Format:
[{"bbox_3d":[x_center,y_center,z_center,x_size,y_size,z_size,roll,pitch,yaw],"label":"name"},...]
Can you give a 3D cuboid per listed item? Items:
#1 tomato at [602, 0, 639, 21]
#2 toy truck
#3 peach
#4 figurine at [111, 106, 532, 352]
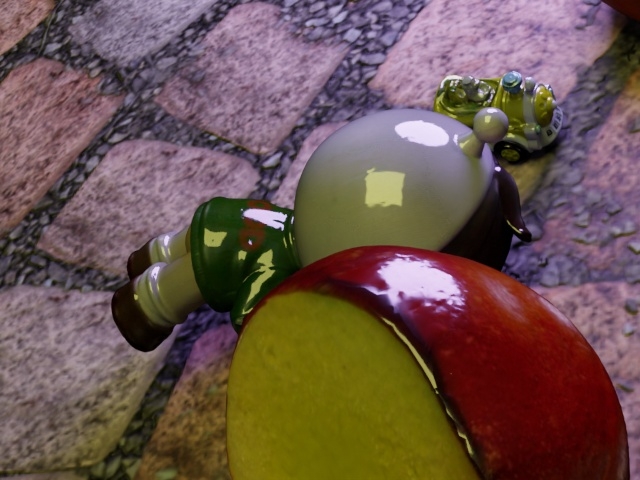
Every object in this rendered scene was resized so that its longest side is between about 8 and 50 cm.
[{"bbox_3d":[0.339,-0.271,1.123,0.225,0.085,0.225,-12,48,14],"label":"tomato"},{"bbox_3d":[0.156,-0.118,1.096,0.111,0.077,0.076,1,53,31],"label":"toy truck"},{"bbox_3d":[0.079,0.139,0.794,0.245,0.248,0.274,-17,49,-16],"label":"peach"},{"bbox_3d":[0.000,0.000,1.023,0.370,0.167,0.281,-18,31,23],"label":"figurine"}]
